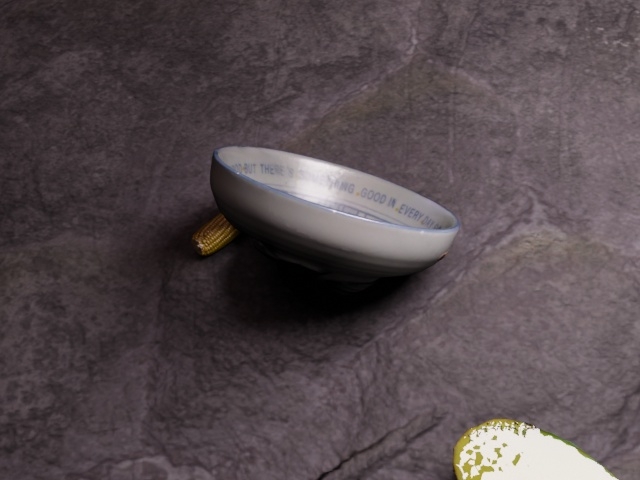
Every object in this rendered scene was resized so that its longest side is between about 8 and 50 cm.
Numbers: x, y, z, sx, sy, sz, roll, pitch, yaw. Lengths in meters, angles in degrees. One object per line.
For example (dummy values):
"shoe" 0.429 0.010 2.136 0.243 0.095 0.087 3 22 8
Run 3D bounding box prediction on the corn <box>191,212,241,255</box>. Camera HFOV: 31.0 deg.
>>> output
"corn" -0.111 -0.016 1.341 0.037 0.037 0.092 32 57 33

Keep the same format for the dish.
"dish" 0.000 0.000 1.241 0.273 0.134 0.273 17 12 -4

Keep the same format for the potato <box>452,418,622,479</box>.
"potato" 0.207 0.240 1.036 0.198 0.054 0.119 22 52 21
